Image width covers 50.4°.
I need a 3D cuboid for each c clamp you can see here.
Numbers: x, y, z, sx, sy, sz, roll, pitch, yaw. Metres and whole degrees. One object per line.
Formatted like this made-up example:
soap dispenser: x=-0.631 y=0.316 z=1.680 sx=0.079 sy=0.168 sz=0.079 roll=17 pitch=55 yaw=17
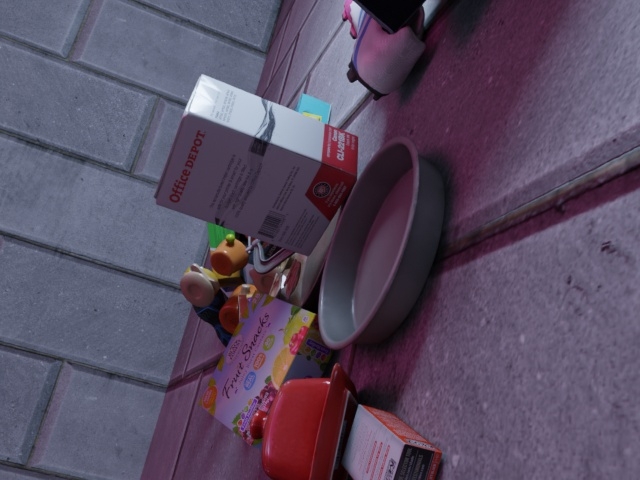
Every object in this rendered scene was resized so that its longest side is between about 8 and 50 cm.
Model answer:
c clamp: x=-0.082 y=-0.007 z=1.253 sx=0.161 sy=0.022 sz=0.137 roll=-32 pitch=41 yaw=27

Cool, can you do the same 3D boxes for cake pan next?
cake pan: x=0.077 y=0.008 z=0.899 sx=0.293 sy=0.054 sz=0.293 roll=-161 pitch=90 yaw=-76

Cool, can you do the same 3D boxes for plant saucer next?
plant saucer: x=0.000 y=0.000 z=1.209 sx=0.310 sy=0.050 sz=0.310 roll=-162 pitch=90 yaw=-75

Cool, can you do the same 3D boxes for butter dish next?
butter dish: x=-0.025 y=0.226 z=0.796 sx=0.160 sy=0.118 sz=0.160 roll=66 pitch=-145 yaw=-64

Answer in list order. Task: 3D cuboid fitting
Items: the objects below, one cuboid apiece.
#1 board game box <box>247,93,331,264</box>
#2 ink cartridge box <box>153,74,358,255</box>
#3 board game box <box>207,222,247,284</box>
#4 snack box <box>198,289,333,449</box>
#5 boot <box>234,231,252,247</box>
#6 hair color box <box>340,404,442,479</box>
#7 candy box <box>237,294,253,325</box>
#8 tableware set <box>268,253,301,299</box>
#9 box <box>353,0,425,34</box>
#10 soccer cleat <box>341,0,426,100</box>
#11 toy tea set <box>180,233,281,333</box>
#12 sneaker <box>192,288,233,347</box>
board game box: x=-0.076 y=-0.134 z=1.597 sx=0.254 sy=0.079 sz=0.336 roll=128 pitch=156 yaw=-54
ink cartridge box: x=-0.103 y=-0.113 z=1.085 sx=0.114 sy=0.273 sz=0.197 roll=-86 pitch=21 yaw=-45
board game box: x=-0.240 y=-0.002 z=1.748 sx=0.316 sy=0.064 sz=0.242 roll=104 pitch=158 yaw=-79
snack box: x=-0.080 y=0.196 z=1.044 sx=0.174 sy=0.070 sz=0.207 roll=16 pitch=75 yaw=53
boot: x=-0.166 y=-0.103 z=1.579 sx=0.208 sy=0.076 sz=0.189 roll=-92 pitch=9 yaw=-71
hair color box: x=0.068 y=0.221 z=0.689 sx=0.141 sy=0.043 sz=0.071 roll=-172 pitch=100 yaw=-77
candy box: x=-0.136 y=0.212 z=1.328 sx=0.109 sy=0.053 sz=0.186 roll=-110 pitch=20 yaw=-67
tableware set: x=-0.072 y=0.082 z=1.236 sx=0.168 sy=0.020 sz=0.141 roll=-107 pitch=38 yaw=-66
box: x=0.136 y=-0.508 z=0.915 sx=0.343 sy=0.179 sz=0.312 roll=-45 pitch=25 yaw=26
soccer cleat: x=0.119 y=-0.367 z=1.151 sx=0.143 sy=0.116 sz=0.331 roll=-42 pitch=31 yaw=32
toy tea set: x=-0.144 y=0.058 z=1.457 sx=0.336 sy=0.200 sz=0.124 roll=-44 pitch=0 yaw=35
sneaker: x=-0.249 y=0.172 z=1.659 sx=0.080 sy=0.211 sz=0.081 roll=-27 pitch=11 yaw=4
